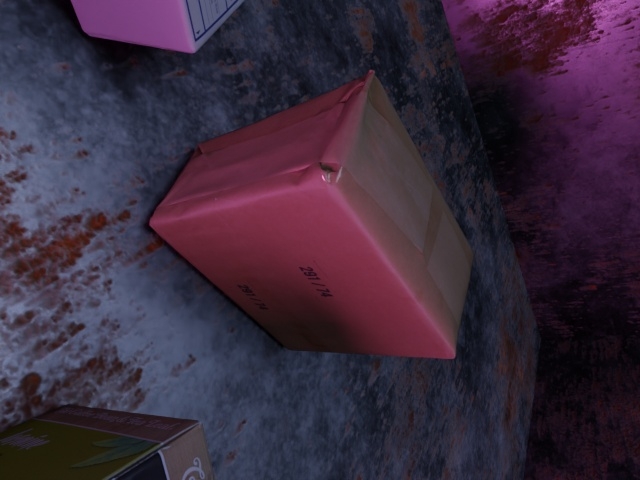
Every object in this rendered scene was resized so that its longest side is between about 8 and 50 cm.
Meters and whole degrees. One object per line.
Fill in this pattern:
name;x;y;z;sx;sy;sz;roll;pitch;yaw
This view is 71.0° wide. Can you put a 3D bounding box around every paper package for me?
paper package;0.000;0.000;0.588;0.325;0.310;0.168;49;49;-35

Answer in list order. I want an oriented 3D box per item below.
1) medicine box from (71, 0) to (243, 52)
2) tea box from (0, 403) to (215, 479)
medicine box;-0.170;-0.411;0.507;0.263;0.149;0.289;90;16;-50
tea box;-0.221;0.328;0.269;0.323;0.220;0.329;-14;93;-54
